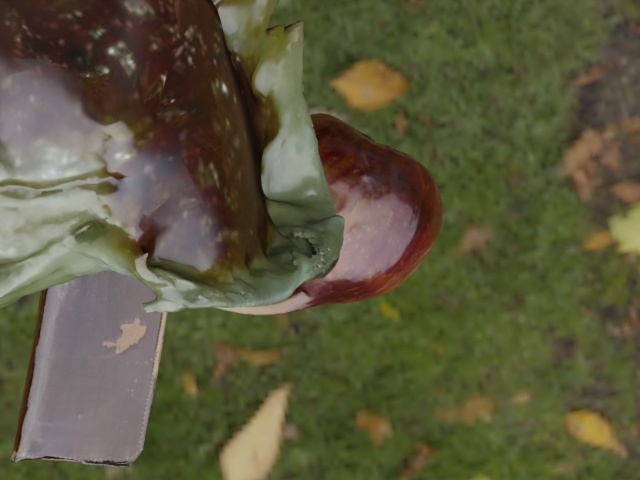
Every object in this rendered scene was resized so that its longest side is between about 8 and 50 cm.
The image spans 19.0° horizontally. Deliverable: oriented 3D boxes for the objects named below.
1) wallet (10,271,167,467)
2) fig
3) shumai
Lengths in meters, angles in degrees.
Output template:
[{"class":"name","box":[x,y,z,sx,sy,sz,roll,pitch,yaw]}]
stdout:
[{"class":"wallet","box":[-0.144,0.057,1.236,0.095,0.176,0.026,6,-175,-33]},{"class":"fig","box":[0.008,0.000,1.735,0.175,0.207,0.175,26,176,2]},{"class":"shumai","box":[-0.148,-0.031,0.984,0.288,0.330,0.292,42,142,3]}]
